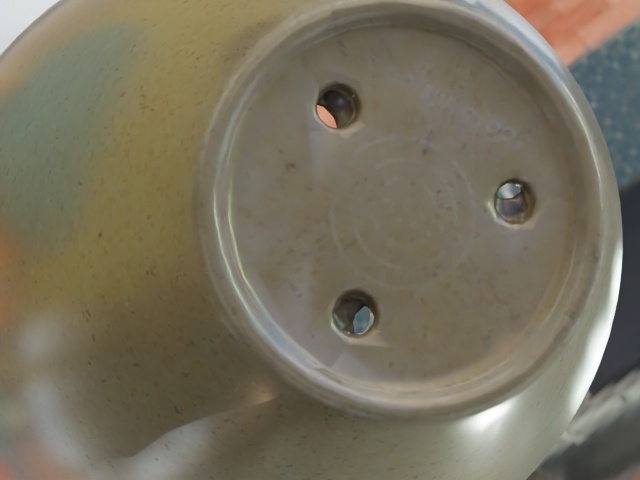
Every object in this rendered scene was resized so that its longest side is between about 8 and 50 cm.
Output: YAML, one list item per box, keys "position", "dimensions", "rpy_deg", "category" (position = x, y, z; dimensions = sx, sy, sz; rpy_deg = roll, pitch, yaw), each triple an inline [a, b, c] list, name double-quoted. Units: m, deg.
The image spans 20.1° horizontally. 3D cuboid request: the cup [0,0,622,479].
- position: [0.000, 0.000, 0.795]
  dimensions: [0.331, 0.331, 0.237]
  rpy_deg: [-49, -173, -15]
  category: "cup"
